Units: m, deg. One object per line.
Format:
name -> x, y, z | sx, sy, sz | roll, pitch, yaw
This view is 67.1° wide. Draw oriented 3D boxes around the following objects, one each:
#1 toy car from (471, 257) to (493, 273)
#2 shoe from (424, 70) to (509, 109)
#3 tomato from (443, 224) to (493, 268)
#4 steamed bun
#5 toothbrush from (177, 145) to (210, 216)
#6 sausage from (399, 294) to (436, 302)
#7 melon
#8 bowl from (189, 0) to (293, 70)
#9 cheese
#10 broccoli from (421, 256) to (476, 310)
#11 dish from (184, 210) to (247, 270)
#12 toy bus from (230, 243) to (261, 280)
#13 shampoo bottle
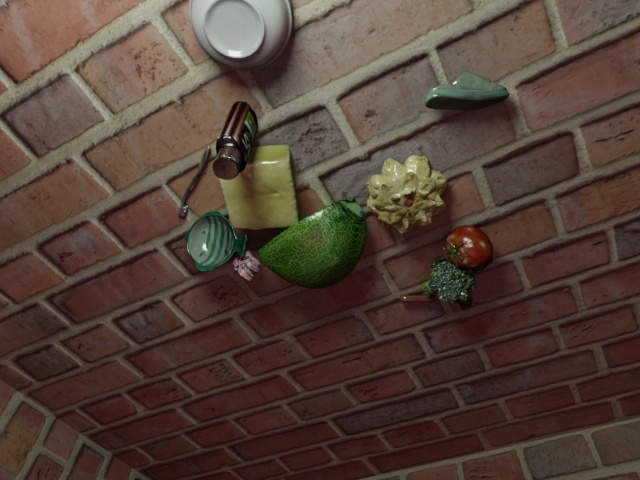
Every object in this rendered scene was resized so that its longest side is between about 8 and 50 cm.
toy car -> 0.616, 0.091, 1.847 | 0.041, 0.025, 0.093 | 34, 118, -20
shoe -> 0.424, -0.442, 1.415 | 0.251, 0.103, 0.100 | -5, 84, -9
tomato -> 0.536, 0.024, 1.729 | 0.168, 0.167, 0.167 | 1, 128, 2
steamed bun -> 0.296, -0.131, 1.628 | 0.292, 0.137, 0.295 | 24, 123, -19
toothbrush -> -0.441, -0.201, 1.678 | 0.031, 0.023, 0.321 | 18, 128, -19
sausage -> 0.397, 0.237, 1.968 | 0.147, 0.035, 0.030 | -2, 95, 3
melon -> 0.000, 0.000, 1.705 | 0.331, 0.226, 0.343 | 30, 134, -16
bowl -> -0.219, -0.588, 1.295 | 0.287, 0.143, 0.286 | 1, 129, 2
cheese -> -0.204, -0.175, 1.626 | 0.243, 0.123, 0.265 | -5, 128, 2
broccoli -> 0.496, 0.199, 1.871 | 0.199, 0.177, 0.274 | -13, 139, 5
dish -> -0.371, 0.009, 1.765 | 0.246, 0.223, 0.078 | 8, 173, 17
toy bus -> -0.285, 0.067, 1.766 | 0.090, 0.203, 0.063 | -48, 127, 2
shampoo bottle -> -0.246, -0.290, 1.410 | 0.084, 0.322, 0.129 | -8, 126, 8
